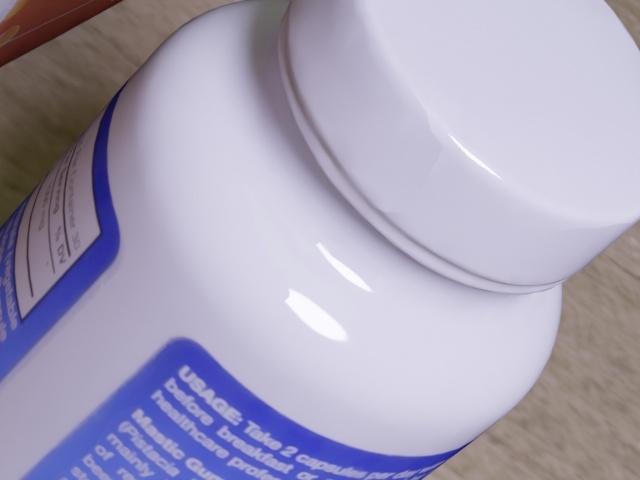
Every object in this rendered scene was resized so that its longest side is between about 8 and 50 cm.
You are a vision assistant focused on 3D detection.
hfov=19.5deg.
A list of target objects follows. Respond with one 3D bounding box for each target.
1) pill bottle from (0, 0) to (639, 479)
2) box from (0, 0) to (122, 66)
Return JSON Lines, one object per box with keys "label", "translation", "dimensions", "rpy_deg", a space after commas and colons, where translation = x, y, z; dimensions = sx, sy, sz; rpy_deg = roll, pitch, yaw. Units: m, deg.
{"label": "pill bottle", "translation": [-0.021, 0.021, 0.586], "dimensions": [0.152, 0.272, 0.152], "rpy_deg": [25, 43, -26]}
{"label": "box", "translation": [-0.059, -0.250, 0.728], "dimensions": [0.168, 0.345, 0.215], "rpy_deg": [48, 38, 1]}
